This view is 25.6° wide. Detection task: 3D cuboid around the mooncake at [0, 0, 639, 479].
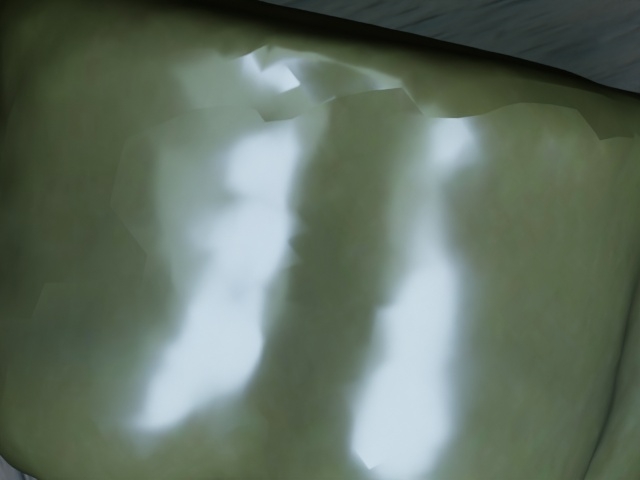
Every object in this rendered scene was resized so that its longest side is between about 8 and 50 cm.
[{"bbox_3d":[0.000,0.000,0.827,0.467,0.467,0.262,13,100,0],"label":"mooncake"}]
